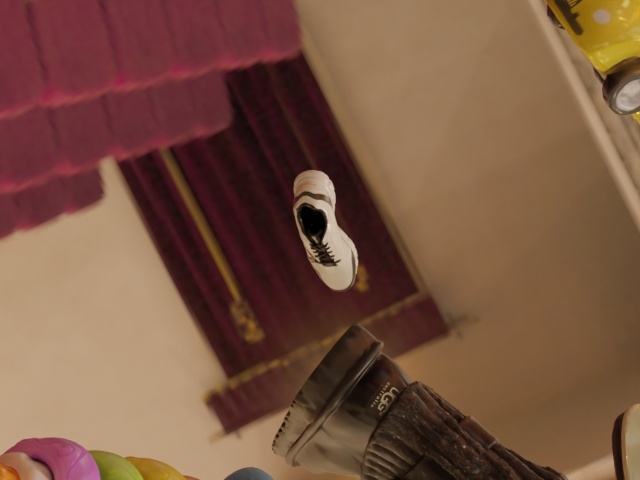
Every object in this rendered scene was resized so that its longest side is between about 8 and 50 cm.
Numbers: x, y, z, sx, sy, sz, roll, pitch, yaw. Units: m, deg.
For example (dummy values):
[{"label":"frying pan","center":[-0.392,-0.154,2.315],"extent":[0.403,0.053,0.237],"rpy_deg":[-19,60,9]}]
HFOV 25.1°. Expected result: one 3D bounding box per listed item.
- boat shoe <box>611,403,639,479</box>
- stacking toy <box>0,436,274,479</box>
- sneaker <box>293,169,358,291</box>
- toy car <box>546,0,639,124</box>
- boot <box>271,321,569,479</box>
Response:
[{"label":"boat shoe","center":[0.178,0.156,0.783],"extent":[0.049,0.133,0.042],"rpy_deg":[0,163,-34]},{"label":"stacking toy","center":[-0.134,0.166,0.771],"extent":[0.166,0.302,0.175],"rpy_deg":[-49,-142,0]},{"label":"sneaker","center":[0.000,0.000,1.130],"extent":[0.040,0.109,0.043],"rpy_deg":[-11,-147,16]},{"label":"toy car","center":[0.188,-0.021,0.613],"extent":[0.053,0.225,0.239],"rpy_deg":[-37,169,15]},{"label":"boot","center":[0.090,0.224,1.414],"extent":[0.131,0.260,0.348],"rpy_deg":[-53,175,-12]}]
